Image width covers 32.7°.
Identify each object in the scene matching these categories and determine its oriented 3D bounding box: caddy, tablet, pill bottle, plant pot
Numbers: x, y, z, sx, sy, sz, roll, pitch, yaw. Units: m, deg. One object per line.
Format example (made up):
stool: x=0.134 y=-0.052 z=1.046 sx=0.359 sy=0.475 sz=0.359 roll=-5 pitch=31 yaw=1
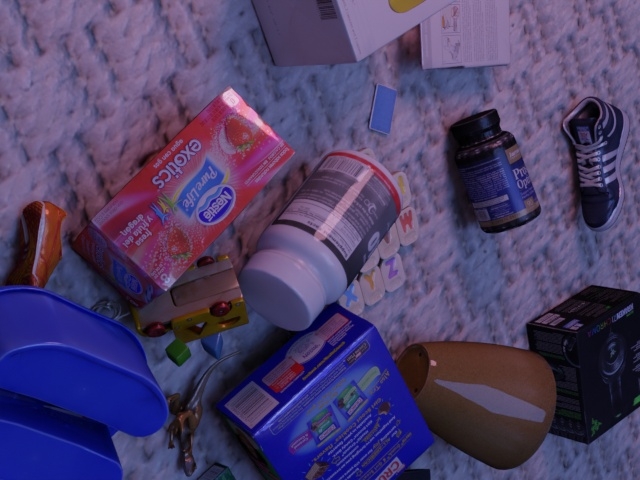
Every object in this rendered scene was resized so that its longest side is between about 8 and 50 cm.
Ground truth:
caddy: x=-0.372 y=0.202 z=1.467 sx=0.341 sy=0.179 sz=0.241 roll=32 pitch=96 yaw=-41
tablet: x=0.112 y=-0.236 z=1.962 sx=0.054 sy=0.006 sz=0.083 roll=12 pitch=86 yaw=-42
pill bottle: x=0.329 y=-0.133 z=2.084 sx=0.123 sy=0.123 sz=0.219 roll=-29 pitch=102 yaw=-36
plant pot: x=0.266 y=0.286 z=2.049 sx=0.254 sy=0.237 sz=0.237 roll=21 pitch=81 yaw=-27
pill bottle: x=0.000 y=0.000 z=1.744 sx=0.283 sy=0.161 sz=0.161 roll=-53 pitch=127 yaw=-33

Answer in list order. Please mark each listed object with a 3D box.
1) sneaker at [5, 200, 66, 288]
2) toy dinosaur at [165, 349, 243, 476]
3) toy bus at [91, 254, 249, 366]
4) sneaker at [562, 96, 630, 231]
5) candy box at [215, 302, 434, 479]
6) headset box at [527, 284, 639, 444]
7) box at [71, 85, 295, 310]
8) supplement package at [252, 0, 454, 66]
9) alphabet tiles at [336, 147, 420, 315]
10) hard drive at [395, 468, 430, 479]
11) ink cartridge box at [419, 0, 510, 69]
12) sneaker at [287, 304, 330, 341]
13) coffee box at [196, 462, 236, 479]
sneaker: x=-0.386 y=0.034 z=1.506 sx=0.067 sy=0.064 sz=0.175 roll=18 pitch=86 yaw=-52
toy dinosaur: x=-0.204 y=0.262 z=1.717 sx=0.112 sy=0.064 sz=0.211 roll=14 pitch=94 yaw=-63
toy bus: x=-0.207 y=0.105 z=1.645 sx=0.191 sy=0.202 sz=0.104 roll=-58 pitch=159 yaw=-29
sneaker: x=0.581 y=-0.170 z=2.336 sx=0.153 sy=0.099 sz=0.282 roll=22 pitch=74 yaw=-47
candy box: x=0.016 y=0.305 z=1.810 sx=0.268 sy=0.122 sz=0.317 roll=-40 pitch=129 yaw=-17
headset box: x=0.589 y=0.275 z=2.384 sx=0.246 sy=0.131 sz=0.283 roll=-23 pitch=111 yaw=-38
box: x=-0.198 y=-0.060 z=1.577 sx=0.142 sy=0.154 sz=0.300 roll=45 pitch=62 yaw=-8
supplement package: x=0.048 y=-0.423 z=1.747 sx=0.263 sy=0.198 sz=0.199 roll=-37 pitch=118 yaw=-33
alphabet tiles: x=0.069 y=-0.011 z=1.944 sx=0.284 sy=0.021 sz=0.278 roll=-30 pitch=115 yaw=-35
hard drive: x=0.126 y=0.555 z=2.050 sx=0.172 sy=0.054 sz=0.254 roll=5 pitch=92 yaw=-43
ink cartridge box: x=0.246 y=-0.465 z=2.013 sx=0.261 sy=0.066 sz=0.296 roll=-11 pitch=103 yaw=-41
sneaker: x=-0.016 y=0.160 z=1.844 sx=0.092 sy=0.088 sz=0.225 roll=-50 pitch=125 yaw=-24
coffee box: x=-0.199 y=0.456 z=1.748 sx=0.184 sy=0.040 sz=0.113 roll=-41 pitch=121 yaw=-31
